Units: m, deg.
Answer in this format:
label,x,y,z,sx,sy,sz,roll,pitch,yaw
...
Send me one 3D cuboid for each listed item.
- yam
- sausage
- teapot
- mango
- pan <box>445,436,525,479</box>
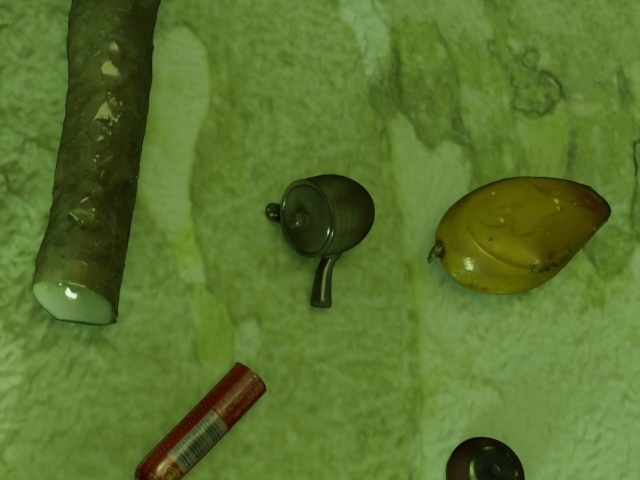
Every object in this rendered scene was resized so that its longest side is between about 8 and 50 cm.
label,x,y,z,sx,sy,sz,roll,pitch,yaw
yam,-0.180,-0.100,1.061,0.081,0.081,0.357,9,65,-11
sausage,-0.096,0.150,1.004,0.034,0.034,0.129,42,65,5
teapot,0.000,0.000,1.088,0.080,0.085,0.110,-11,100,-42
mango,0.172,-0.007,1.124,0.187,0.066,0.101,-22,67,-27
pan,0.130,0.211,1.044,0.068,0.023,0.115,22,64,-7
